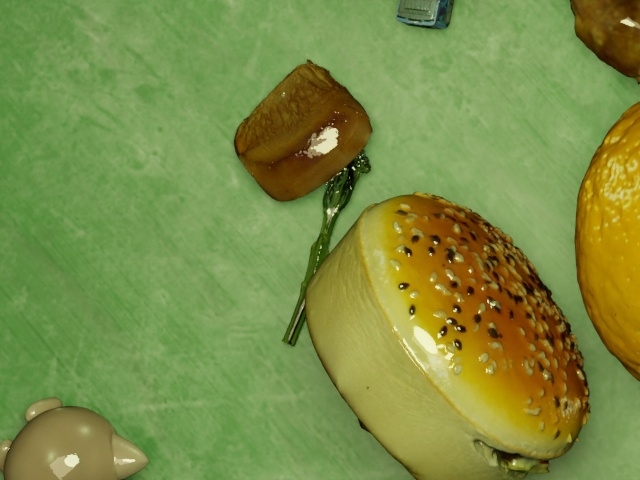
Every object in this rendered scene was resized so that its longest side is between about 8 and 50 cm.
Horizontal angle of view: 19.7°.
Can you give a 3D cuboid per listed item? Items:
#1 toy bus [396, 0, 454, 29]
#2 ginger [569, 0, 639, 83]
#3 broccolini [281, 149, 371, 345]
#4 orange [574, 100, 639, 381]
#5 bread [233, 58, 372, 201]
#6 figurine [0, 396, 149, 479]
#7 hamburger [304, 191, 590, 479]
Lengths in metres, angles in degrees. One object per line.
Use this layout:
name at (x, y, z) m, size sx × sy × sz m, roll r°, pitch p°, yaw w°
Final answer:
toy bus at (0.115, -0.282, 1.814) m, size 0.051 × 0.061 × 0.153 m, roll 10°, pitch 87°, yaw 26°
ginger at (0.379, -0.294, 1.746) m, size 0.274 × 0.152 × 0.357 m, roll 9°, pitch 88°, yaw 27°
broccolini at (-0.001, 0.000, 1.836) m, size 0.042 × 0.044 × 0.218 m, roll 21°, pitch 95°, yaw -8°
orange at (0.386, 0.018, 1.627) m, size 0.341 × 0.340 × 0.293 m, roll 19°, pitch 68°, yaw 8°
bread at (-0.025, -0.110, 1.817) m, size 0.129 × 0.044 × 0.126 m, roll -43°, pitch 56°, yaw 10°
figurine at (-0.249, 0.225, 1.816) m, size 0.138 × 0.125 × 0.125 m, roll 33°, pitch 92°, yaw 23°
hamburger at (0.124, 0.090, 1.692) m, size 0.176 × 0.300 × 0.300 m, roll -35°, pitch 83°, yaw 20°
